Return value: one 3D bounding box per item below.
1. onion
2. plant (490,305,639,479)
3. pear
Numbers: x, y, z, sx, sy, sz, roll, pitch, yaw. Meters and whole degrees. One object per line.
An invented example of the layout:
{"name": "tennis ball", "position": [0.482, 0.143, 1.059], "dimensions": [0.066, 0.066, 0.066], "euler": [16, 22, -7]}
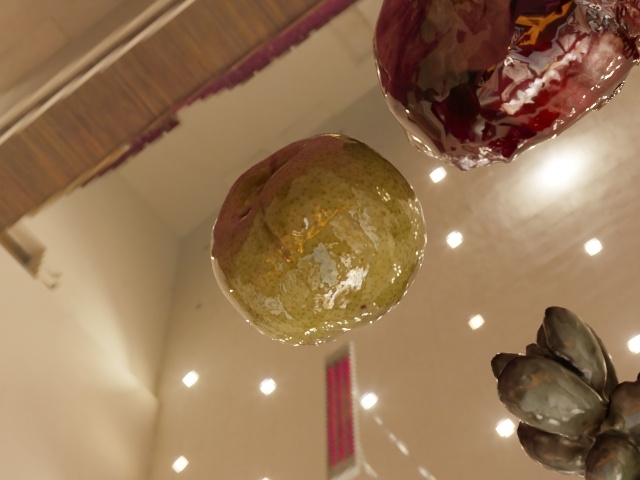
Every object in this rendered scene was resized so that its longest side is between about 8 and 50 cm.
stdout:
{"name": "onion", "position": [0.167, -0.170, 0.928], "dimensions": [0.252, 0.219, 0.252], "euler": [-43, -149, 33]}
{"name": "plant", "position": [0.259, 0.173, 0.914], "dimensions": [0.149, 0.274, 0.146], "euler": [-46, 171, 16]}
{"name": "pear", "position": [0.000, 0.000, 0.833], "dimensions": [0.167, 0.137, 0.167], "euler": [-35, -163, 12]}
